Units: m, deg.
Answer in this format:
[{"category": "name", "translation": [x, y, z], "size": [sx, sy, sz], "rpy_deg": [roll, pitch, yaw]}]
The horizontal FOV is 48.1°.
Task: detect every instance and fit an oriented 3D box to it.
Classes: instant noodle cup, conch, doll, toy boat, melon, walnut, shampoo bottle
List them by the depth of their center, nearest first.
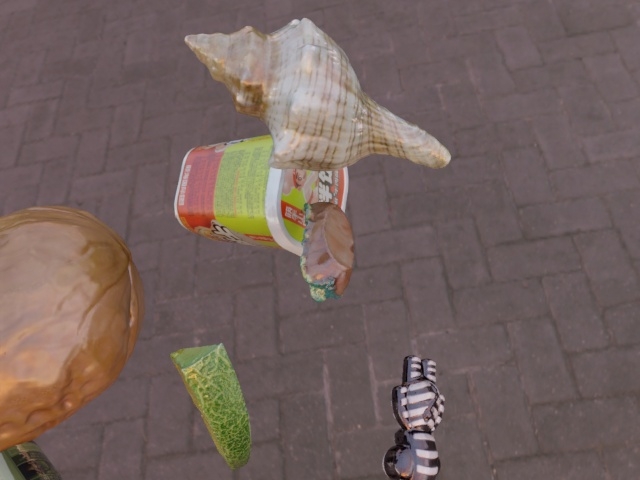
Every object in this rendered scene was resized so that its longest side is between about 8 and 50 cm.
[{"category": "melon", "translation": [-0.138, 0.223, 0.909], "size": [0.114, 0.262, 0.053], "rpy_deg": [22, 48, 34]}, {"category": "conch", "translation": [-0.010, -0.168, 0.975], "size": [0.386, 0.203, 0.170], "rpy_deg": [37, 48, -6]}, {"category": "doll", "translation": [0.135, 0.276, 1.023], "size": [0.067, 0.091, 0.219], "rpy_deg": [-22, 57, 50]}, {"category": "walnut", "translation": [-0.447, 0.127, 1.050], "size": [0.397, 0.354, 0.308], "rpy_deg": [-36, 90, -7]}, {"category": "shampoo bottle", "translation": [-0.425, 0.422, 1.106], "size": [0.101, 0.101, 0.283], "rpy_deg": [-42, 49, -20]}, {"category": "toy boat", "translation": [0.007, -0.009, 1.316], "size": [0.099, 0.108, 0.293], "rpy_deg": [-45, 27, 23]}, {"category": "instant noodle cup", "translation": [-0.137, -0.102, 1.576], "size": [0.307, 0.294, 0.294], "rpy_deg": [1, 50, 33]}]
